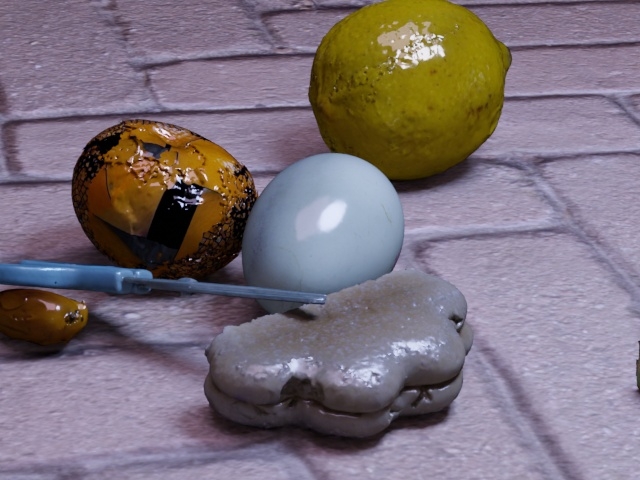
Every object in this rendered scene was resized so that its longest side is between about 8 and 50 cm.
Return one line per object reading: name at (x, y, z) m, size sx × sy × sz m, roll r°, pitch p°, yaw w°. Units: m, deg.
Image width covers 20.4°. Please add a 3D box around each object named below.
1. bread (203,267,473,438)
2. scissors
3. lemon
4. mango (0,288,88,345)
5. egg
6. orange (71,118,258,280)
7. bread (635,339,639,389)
bread at (0.044, 0.130, 1.929) m, size 0.337 × 0.102 × 0.183 m, roll -17°, pitch 31°, yaw -35°
scissors at (-0.186, 0.050, 2.025) m, size 0.447 × 0.029 × 0.192 m, roll 4°, pitch 1°, yaw 31°
lemon at (0.129, -0.217, 2.513) m, size 0.310 × 0.258 × 0.258 m, roll -22°, pitch 32°, yaw -19°
mango at (-0.327, 0.087, 2.035) m, size 0.127 × 0.063 × 0.077 m, roll 7°, pitch -3°, yaw 21°
egg at (0.000, 0.000, 2.115) m, size 0.183 × 0.183 × 0.264 m, roll 11°, pitch 33°, yaw 19°
orange at (-0.193, -0.052, 2.205) m, size 0.234 × 0.182 × 0.234 m, roll 10°, pitch 23°, yaw -4°
bread at (0.415, 0.155, 1.940) m, size 0.084 × 0.074 × 0.139 m, roll -10°, pitch 26°, yaw -19°
